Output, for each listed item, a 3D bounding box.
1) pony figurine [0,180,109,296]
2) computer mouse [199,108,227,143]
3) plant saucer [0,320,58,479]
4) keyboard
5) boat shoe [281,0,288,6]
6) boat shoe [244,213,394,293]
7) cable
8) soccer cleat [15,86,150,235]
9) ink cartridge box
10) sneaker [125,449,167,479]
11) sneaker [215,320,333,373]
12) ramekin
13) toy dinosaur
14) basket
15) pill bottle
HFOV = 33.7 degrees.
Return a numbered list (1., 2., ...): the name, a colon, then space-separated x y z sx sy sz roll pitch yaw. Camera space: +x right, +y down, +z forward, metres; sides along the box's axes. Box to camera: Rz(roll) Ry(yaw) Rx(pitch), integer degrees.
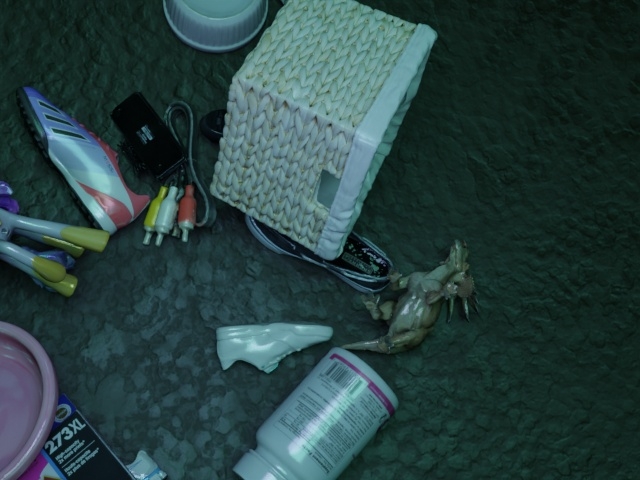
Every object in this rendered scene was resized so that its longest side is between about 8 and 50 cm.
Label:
1. pony figurine: -0.574 -0.027 1.794 0.363 0.351 0.303 23 77 -21
2. computer mouse: -0.113 -0.201 2.026 0.242 0.041 0.071 10 54 -10
3. plant saucer: -0.588 0.295 1.766 0.332 0.084 0.332 -6 57 9
4. keyboard: -0.328 -0.185 1.979 0.100 0.038 0.192 -37 63 -1
5. boat shoe: -0.057 -0.493 2.055 0.103 0.118 0.320 -17 75 -18
6. boat shoe: 0.000 0.000 1.952 0.301 0.102 0.108 32 75 1
7. cable: -0.255 -0.127 1.952 0.139 0.072 0.287 -3 79 30
8. soccer cleat: -0.440 -0.160 1.936 0.116 0.108 0.318 -34 87 -15
9. ink cartridge box: -0.405 0.409 1.735 0.176 0.069 0.371 -41 53 -14
10. sneaker: -0.364 0.432 1.825 0.190 0.071 0.083 -32 76 -22
11. sneaker: -0.081 0.195 1.918 0.212 0.080 0.094 -4 88 -1
12. ramekin: -0.201 -0.477 2.041 0.207 0.109 0.207 2 76 -6
13. toy dinosaur: 0.183 0.132 1.941 0.296 0.200 0.127 -47 61 8
14. basket: -0.001 -0.209 1.839 0.266 0.328 0.331 24 50 3
15. pill bottle: -0.010 0.338 1.839 0.160 0.160 0.283 43 75 4
